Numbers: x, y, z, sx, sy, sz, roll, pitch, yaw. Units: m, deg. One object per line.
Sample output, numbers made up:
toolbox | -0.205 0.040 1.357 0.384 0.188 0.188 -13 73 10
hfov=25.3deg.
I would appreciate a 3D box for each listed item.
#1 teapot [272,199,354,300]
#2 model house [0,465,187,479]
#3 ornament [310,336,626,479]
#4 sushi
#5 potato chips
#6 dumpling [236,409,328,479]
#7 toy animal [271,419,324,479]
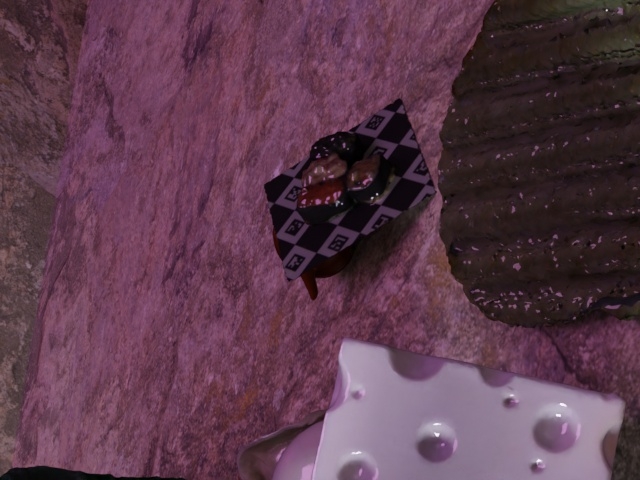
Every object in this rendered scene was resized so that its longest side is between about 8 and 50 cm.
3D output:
teapot | 0.000 0.000 1.960 0.116 0.116 0.173 -43 24 50
model house | -0.270 0.470 1.889 0.342 0.382 0.335 160 121 -68
ornament | 0.121 0.231 1.258 0.239 0.240 0.240 54 -131 -78
sushi | 0.021 -0.083 1.889 0.231 0.047 0.219 -32 38 13
potato chips | 0.235 -0.095 1.400 0.429 0.070 0.358 -12 87 59
dumpling | -0.040 0.287 1.814 0.169 0.134 0.100 132 145 -50
toy animal | 0.030 0.314 1.607 0.187 0.165 0.235 -53 29 33
